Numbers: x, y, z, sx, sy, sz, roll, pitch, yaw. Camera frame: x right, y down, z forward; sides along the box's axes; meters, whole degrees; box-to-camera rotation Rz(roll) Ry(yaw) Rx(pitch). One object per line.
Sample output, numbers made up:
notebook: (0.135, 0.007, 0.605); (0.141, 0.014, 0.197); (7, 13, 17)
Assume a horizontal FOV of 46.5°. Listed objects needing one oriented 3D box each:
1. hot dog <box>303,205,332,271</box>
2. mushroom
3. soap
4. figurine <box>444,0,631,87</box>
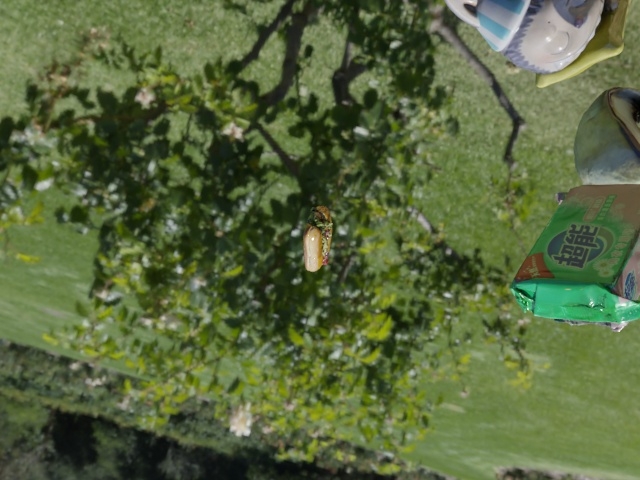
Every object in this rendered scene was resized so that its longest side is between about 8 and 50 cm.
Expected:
hot dog: (0.000, 0.000, 0.643); (0.021, 0.037, 0.083); (24, 157, 12)
mushroom: (0.561, -0.144, 1.380); (0.189, 0.267, 0.164); (-9, 151, -38)
soap: (0.424, 0.017, 1.162); (0.217, 0.273, 0.098); (-2, 125, 45)
figurine: (0.456, -0.564, 1.610); (0.377, 0.362, 0.266); (29, 140, -25)
